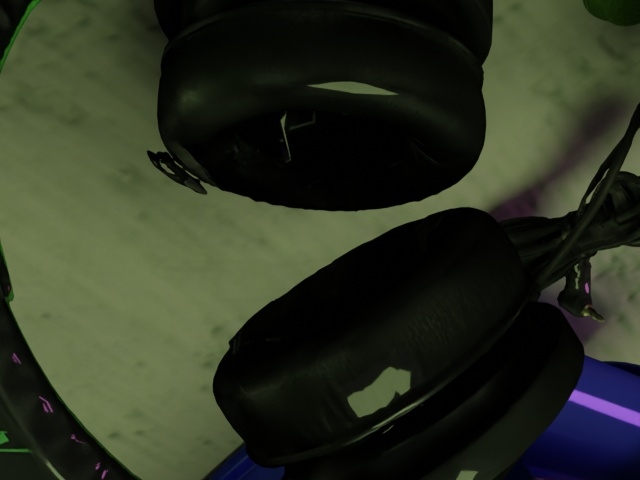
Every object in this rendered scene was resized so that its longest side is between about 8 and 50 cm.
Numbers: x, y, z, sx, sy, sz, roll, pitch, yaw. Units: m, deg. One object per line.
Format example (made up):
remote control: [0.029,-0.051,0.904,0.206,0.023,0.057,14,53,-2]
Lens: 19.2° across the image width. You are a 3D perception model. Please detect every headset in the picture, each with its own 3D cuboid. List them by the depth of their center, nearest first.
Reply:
headset: [0.000,0.000,0.729,0.394,0.243,0.185,-6,169,-41]

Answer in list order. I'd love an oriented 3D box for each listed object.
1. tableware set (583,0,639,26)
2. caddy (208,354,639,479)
tableware set: [0.154,-0.146,0.752,0.104,0.024,0.154,-9,142,-5]
caddy: [0.066,0.195,0.956,0.179,0.241,0.341,24,126,-35]
